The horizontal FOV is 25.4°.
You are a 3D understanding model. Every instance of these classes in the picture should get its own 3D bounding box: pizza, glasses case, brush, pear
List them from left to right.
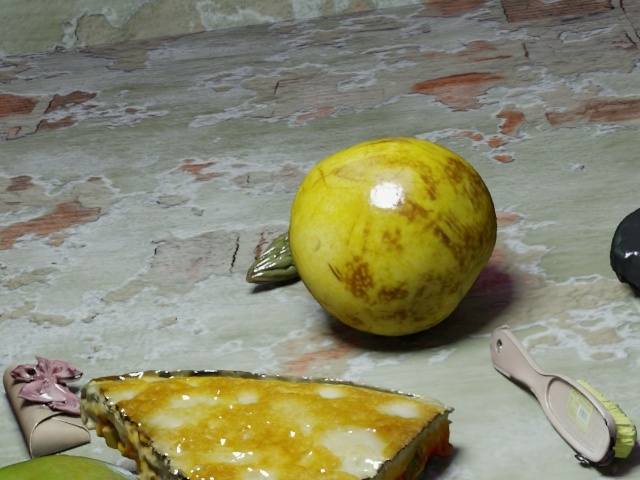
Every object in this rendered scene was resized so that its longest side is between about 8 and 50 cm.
[{"bbox_3d":[-0.350,0.200,1.848,0.102,0.070,0.193,-15,26,-17],"label":"glasses case"},{"bbox_3d":[-0.068,0.274,1.540,0.440,0.130,0.406,3,26,0],"label":"pizza"},{"bbox_3d":[0.093,-0.009,1.911,0.281,0.280,0.281,-7,25,3],"label":"pear"},{"bbox_3d":[0.289,0.181,1.705,0.067,0.072,0.313,7,16,-22],"label":"brush"}]

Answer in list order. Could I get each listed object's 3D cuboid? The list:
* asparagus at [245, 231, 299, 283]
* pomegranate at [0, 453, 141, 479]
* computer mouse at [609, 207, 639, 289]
[{"bbox_3d":[0.000,0.000,2.152,0.287,0.080,0.080,-27,30,-31],"label":"asparagus"},{"bbox_3d":[-0.253,0.353,1.273,0.291,0.291,0.323,-8,34,2],"label":"pomegranate"},{"bbox_3d":[0.546,-0.004,1.933,0.323,0.116,0.183,-21,29,-10],"label":"computer mouse"}]
